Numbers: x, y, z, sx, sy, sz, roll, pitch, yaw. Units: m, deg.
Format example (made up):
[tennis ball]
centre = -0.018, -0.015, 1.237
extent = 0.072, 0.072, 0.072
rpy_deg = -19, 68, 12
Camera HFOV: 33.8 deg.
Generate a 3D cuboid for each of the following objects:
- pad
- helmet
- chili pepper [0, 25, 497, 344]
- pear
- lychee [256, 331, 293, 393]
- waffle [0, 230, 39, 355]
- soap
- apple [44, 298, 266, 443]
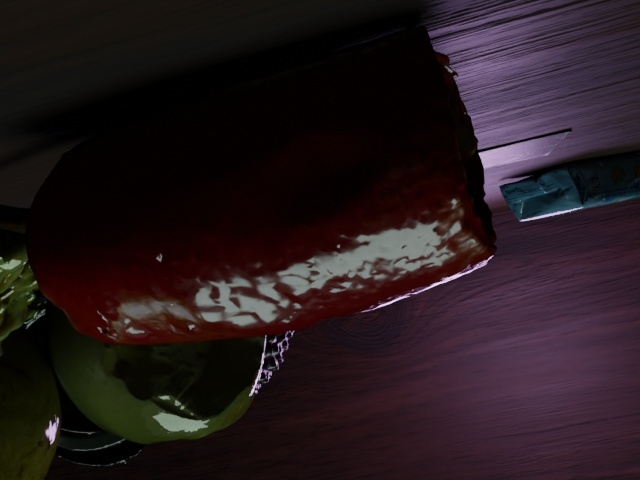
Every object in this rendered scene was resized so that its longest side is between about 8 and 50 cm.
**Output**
[pad]
centre = 0.209, -0.099, 1.288
extent = 0.170, 0.006, 0.245
rpy_deg = -12, 178, 5
[helmet]
centre = -0.372, 0.184, 1.607
extent = 0.225, 0.305, 0.177
rpy_deg = -29, -154, -11
[chili pepper]
centre = -0.082, -0.006, 0.565
extent = 0.338, 0.131, 0.134
rpy_deg = -12, 168, 16
[pear]
centre = -0.462, 0.200, 1.233
extent = 0.304, 0.303, 0.304
rpy_deg = -13, 177, -1
[lychee]
centre = -0.152, 0.129, 1.641
extent = 0.271, 0.271, 0.271
rpy_deg = -13, 177, -1
[waffle]
centre = -0.367, 0.097, 0.964
extent = 0.297, 0.073, 0.317
rpy_deg = -41, 173, -27
[soap]
centre = 0.458, -0.093, 1.789
extent = 0.293, 0.077, 0.156
rpy_deg = -11, 177, -36
[apple]
centre = -0.198, 0.111, 1.276
extent = 0.279, 0.279, 0.279
rpy_deg = -13, 177, -1
